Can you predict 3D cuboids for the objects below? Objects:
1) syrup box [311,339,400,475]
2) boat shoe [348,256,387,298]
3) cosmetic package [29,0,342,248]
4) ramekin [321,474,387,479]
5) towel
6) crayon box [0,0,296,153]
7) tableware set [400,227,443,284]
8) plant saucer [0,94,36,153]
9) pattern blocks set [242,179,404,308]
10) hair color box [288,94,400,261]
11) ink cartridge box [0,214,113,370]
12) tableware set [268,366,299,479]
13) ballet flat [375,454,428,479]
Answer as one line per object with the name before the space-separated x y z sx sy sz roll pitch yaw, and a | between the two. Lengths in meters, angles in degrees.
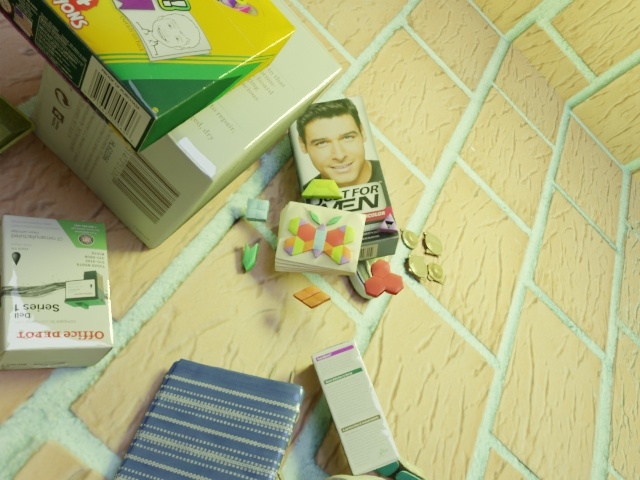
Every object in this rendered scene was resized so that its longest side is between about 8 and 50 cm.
syrup box | 0.064 0.321 1.166 0.096 0.093 0.236 -18 69 -5
boat shoe | 0.116 -0.011 1.443 0.109 0.094 0.302 15 56 -32
cosmetic package | -0.244 -0.261 1.111 0.327 0.329 0.393 46 52 -7
ramekin | 0.072 0.501 1.026 0.109 0.207 0.207 10 58 -45
towel | -0.183 0.344 0.932 0.243 0.040 0.336 9 48 15
crayon box | -0.264 -0.352 0.863 0.363 0.106 0.313 47 53 -5
tableware set | 0.274 0.039 1.595 0.141 0.020 0.168 20 52 -32
plant saucer | -0.612 -0.194 1.000 0.188 0.045 0.188 41 46 -11
pattern blocks set | 0.000 0.000 1.257 0.325 0.026 0.285 -4 67 -1
hair color box | 0.044 -0.138 1.391 0.186 0.113 0.374 -11 67 -4
ink cartridge box | -0.421 0.082 0.953 0.160 0.093 0.219 4 62 -37
tableware set | -0.069 0.324 1.062 0.194 0.039 0.128 -66 138 -57
ballet flat | 0.150 0.455 1.229 0.168 0.057 0.052 41 16 -16
